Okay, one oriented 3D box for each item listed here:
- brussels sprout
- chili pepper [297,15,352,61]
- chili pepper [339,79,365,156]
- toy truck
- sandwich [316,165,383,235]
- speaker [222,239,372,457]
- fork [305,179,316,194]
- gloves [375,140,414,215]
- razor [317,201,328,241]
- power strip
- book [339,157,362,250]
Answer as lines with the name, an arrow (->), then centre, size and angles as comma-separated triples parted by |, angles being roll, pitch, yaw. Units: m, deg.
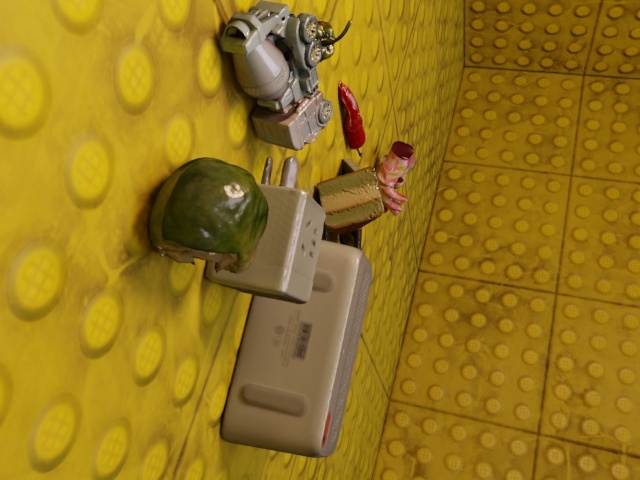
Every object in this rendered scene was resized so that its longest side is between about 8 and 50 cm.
brussels sprout -> -0.138, -0.033, 0.834 | 0.183, 0.131, 0.146 | 27, 78, -67
chili pepper -> -0.014, -0.334, 1.063 | 0.204, 0.072, 0.073 | -128, -147, -62
chili pepper -> 0.084, -0.289, 1.572 | 0.059, 0.050, 0.268 | -55, 152, -24
toy truck -> -0.071, -0.254, 1.000 | 0.140, 0.107, 0.257 | -55, 150, -30
sandwich -> 0.085, -0.084, 1.467 | 0.187, 0.144, 0.117 | 15, 64, -74
speaker -> -0.033, 0.196, 1.209 | 0.183, 0.184, 0.407 | 52, 49, -68
fork -> -0.040, -0.014, 1.361 | 0.039, 0.021, 0.235 | -2, 102, -69
gloves -> 0.217, -0.183, 1.959 | 0.145, 0.126, 0.241 | -92, -160, -48
razor -> 0.006, 0.001, 1.494 | 0.190, 0.033, 0.066 | 81, 25, -48
power strip -> -0.078, -0.023, 1.027 | 0.140, 0.139, 0.225 | 39, 62, -70
book -> 0.077, -0.072, 1.571 | 0.160, 0.024, 0.229 | -120, -151, -65
